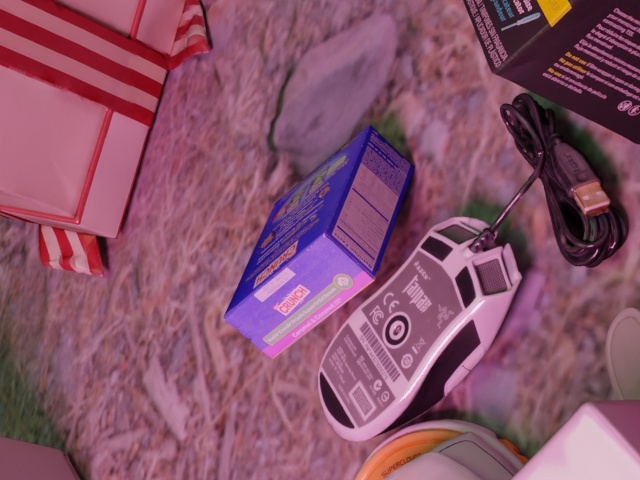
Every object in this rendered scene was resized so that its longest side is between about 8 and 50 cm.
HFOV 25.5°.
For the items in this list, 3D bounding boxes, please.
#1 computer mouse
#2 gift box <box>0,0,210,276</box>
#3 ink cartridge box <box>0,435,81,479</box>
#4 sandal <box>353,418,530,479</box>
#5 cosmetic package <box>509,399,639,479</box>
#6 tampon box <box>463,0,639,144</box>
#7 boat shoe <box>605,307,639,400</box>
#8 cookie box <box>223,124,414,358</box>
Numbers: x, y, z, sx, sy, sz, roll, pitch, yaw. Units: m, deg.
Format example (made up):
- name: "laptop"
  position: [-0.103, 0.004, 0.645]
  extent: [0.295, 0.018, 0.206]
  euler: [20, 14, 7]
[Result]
- name: "computer mouse"
  position: [0.071, 0.026, 0.717]
  extent: [0.193, 0.042, 0.106]
  euler: [-50, 45, 18]
- name: "gift box"
  position: [-0.245, -0.130, 1.038]
  extent: [0.276, 0.258, 0.255]
  euler: [16, 85, 35]
- name: "ink cartridge box"
  position: [-0.298, 0.264, 0.960]
  extent: [0.272, 0.198, 0.115]
  euler: [-62, 36, 11]
- name: "sandal"
  position: [0.074, 0.153, 0.619]
  extent: [0.265, 0.076, 0.102]
  euler: [35, 102, 54]
- name: "cosmetic package"
  position: [0.104, 0.166, 0.465]
  extent: [0.183, 0.151, 0.151]
  euler: [-50, 61, 21]
- name: "tampon box"
  position: [0.149, -0.149, 0.638]
  extent: [0.161, 0.101, 0.120]
  euler: [-45, 43, 32]
- name: "boat shoe"
  position: [0.151, 0.084, 0.582]
  extent: [0.046, 0.038, 0.125]
  euler: [118, 150, -46]
- name: "cookie box"
  position: [0.000, 0.000, 0.785]
  extent: [0.092, 0.040, 0.107]
  euler: [-39, 18, 37]
